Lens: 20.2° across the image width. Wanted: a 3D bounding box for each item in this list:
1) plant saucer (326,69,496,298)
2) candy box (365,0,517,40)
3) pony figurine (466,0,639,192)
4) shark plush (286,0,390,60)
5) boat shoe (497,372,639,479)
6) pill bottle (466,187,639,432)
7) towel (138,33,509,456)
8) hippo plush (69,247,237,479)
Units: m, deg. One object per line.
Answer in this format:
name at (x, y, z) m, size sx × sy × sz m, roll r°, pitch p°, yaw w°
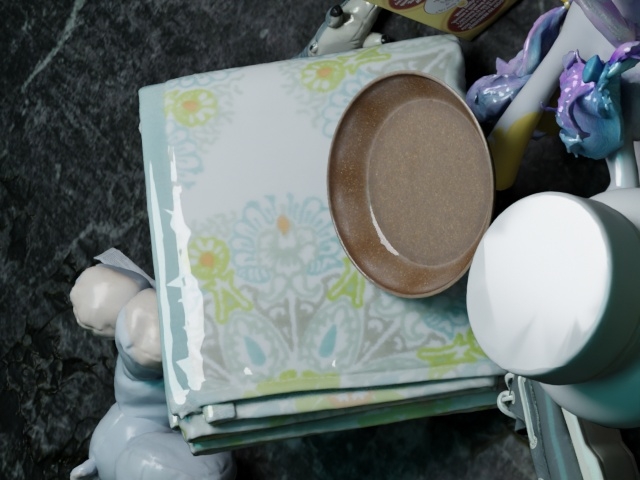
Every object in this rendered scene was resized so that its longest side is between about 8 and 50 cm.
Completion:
plant saucer at (0.086, -0.049, 1.571) m, size 0.198 × 0.036 × 0.199 m, roll 4°, pitch 96°, yaw 46°
candy box at (0.037, -0.317, 1.674) m, size 0.087 × 0.316 × 0.183 m, roll -38°, pitch 54°, yaw 34°
pony figurine at (0.252, -0.177, 1.478) m, size 0.363 × 0.302 × 0.351 m, roll 121°, pitch 140°, yaw -47°
shark plush at (0.023, -0.214, 1.877) m, size 0.161 × 0.073 × 0.067 m, roll 131°, pitch 155°, yaw -52°
boat shoe at (0.189, 0.138, 1.525) m, size 0.099 × 0.116 × 0.319 m, roll -26°, pitch 67°, yaw 27°
pill bottle at (0.261, 0.059, 1.332) m, size 0.176 × 0.318 × 0.176 m, roll -17°, pitch 66°, yaw 44°
towel at (0.000, 0.000, 1.677) m, size 0.320 × 0.090 × 0.374 m, roll -8°, pitch 69°, yaw 1°
hippo plush at (-0.179, 0.158, 1.824) m, size 0.294 × 0.234 × 0.237 m, roll 25°, pitch 97°, yaw 46°
